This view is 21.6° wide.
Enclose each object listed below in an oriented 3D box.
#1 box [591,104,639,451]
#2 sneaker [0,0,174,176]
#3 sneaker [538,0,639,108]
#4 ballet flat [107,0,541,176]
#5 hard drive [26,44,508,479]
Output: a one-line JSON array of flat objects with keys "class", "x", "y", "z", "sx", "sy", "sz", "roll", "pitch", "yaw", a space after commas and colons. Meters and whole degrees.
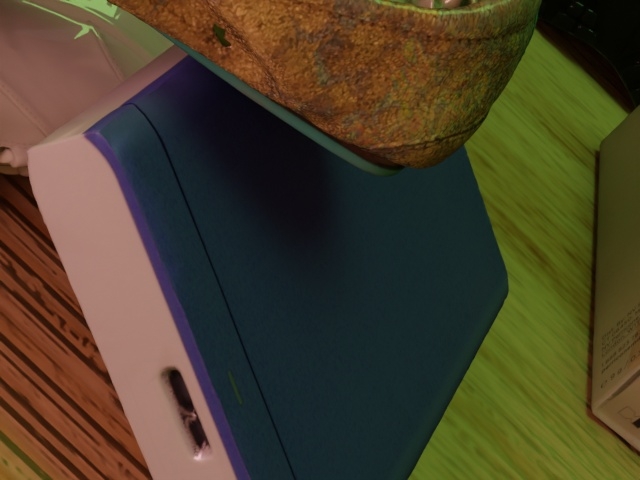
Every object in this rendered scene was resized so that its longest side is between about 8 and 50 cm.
[{"class": "box", "x": 0.257, "y": 0.017, "z": 1.024, "sx": 0.148, "sy": 0.121, "sz": 0.311, "roll": 36, "pitch": 31, "yaw": -14}, {"class": "sneaker", "x": -0.165, "y": -0.068, "z": 0.654, "sx": 0.297, "sy": 0.111, "sz": 0.129, "roll": 29, "pitch": 59, "yaw": -35}, {"class": "sneaker", "x": 0.247, "y": -0.176, "z": 1.276, "sx": 0.283, "sy": 0.107, "sz": 0.124, "roll": 41, "pitch": 24, "yaw": -7}, {"class": "ballet flat", "x": -0.068, "y": -0.137, "z": 0.569, "sx": 0.348, "sy": 0.123, "sz": 0.123, "roll": 26, "pitch": 35, "yaw": -25}, {"class": "hard drive", "x": 0.000, "y": 0.000, "z": 0.721, "sx": 0.210, "sy": 0.040, "sz": 0.319, "roll": 70, "pitch": 26, "yaw": -16}]
